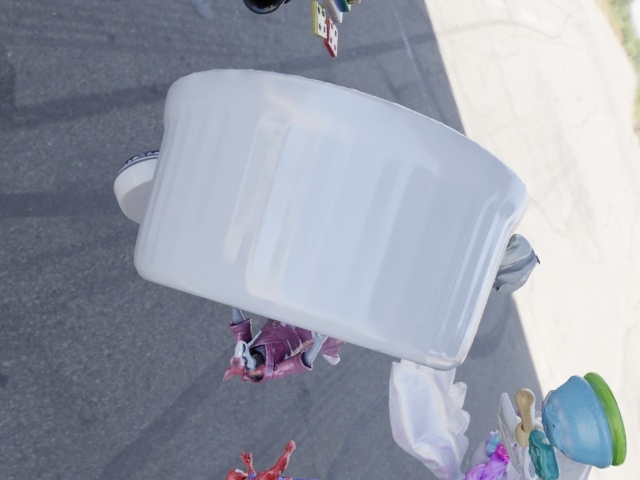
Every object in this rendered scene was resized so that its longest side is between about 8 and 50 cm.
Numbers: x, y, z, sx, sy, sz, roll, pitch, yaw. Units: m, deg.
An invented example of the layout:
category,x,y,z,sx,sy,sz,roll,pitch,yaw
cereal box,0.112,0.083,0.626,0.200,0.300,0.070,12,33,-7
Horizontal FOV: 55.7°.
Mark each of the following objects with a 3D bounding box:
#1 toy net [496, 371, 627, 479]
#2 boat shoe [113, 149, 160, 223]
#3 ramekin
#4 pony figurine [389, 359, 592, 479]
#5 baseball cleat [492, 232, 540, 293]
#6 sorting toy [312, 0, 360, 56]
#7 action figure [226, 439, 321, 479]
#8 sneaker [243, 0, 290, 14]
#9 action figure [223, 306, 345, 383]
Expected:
category,x,y,z,sx,sy,sz,roll,pitch,yaw
toy net,0.199,0.182,0.514,0.232,0.045,0.122,73,5,-73
boat shoe,-0.188,-0.111,0.859,0.158,0.127,0.340,67,14,10
ramekin,0.000,0.000,0.455,0.277,0.277,0.135,26,78,-50
pony figurine,0.251,0.338,0.873,0.364,0.303,0.350,10,93,-46
baseball cleat,0.262,0.063,1.012,0.109,0.206,0.072,48,35,-28
sorting toy,0.030,-0.423,0.936,0.132,0.046,0.274,41,52,-68
action figure,-0.044,0.433,1.124,0.280,0.091,0.139,19,29,-24
sneaker,-0.052,-0.226,0.482,0.235,0.084,0.097,-152,-108,-86
action figure,-0.103,0.227,1.408,0.248,0.275,0.370,32,41,20
